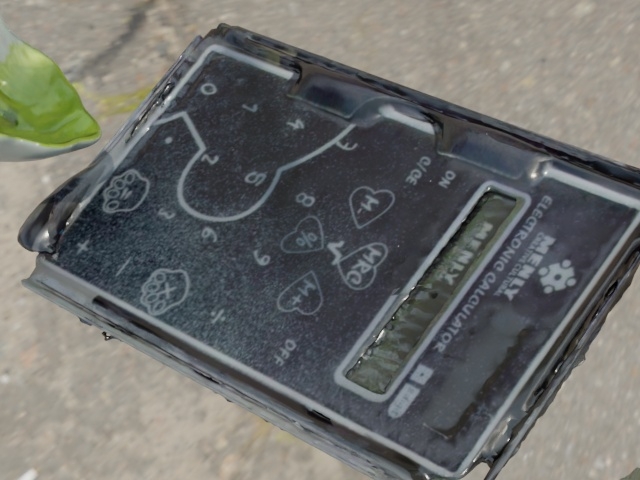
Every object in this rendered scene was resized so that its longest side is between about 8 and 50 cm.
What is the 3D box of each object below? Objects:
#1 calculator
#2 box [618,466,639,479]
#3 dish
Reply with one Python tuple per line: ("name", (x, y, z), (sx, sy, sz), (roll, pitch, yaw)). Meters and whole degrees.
("calculator", (0.000, 0.000, 0.742), (0.274, 0.028, 0.165), (24, 67, 37))
("box", (0.123, 0.203, 0.798), (0.138, 0.274, 0.178), (45, 129, 20))
("dish", (-0.161, -0.071, 0.779), (0.039, 0.091, 0.137), (-57, 47, 24))
